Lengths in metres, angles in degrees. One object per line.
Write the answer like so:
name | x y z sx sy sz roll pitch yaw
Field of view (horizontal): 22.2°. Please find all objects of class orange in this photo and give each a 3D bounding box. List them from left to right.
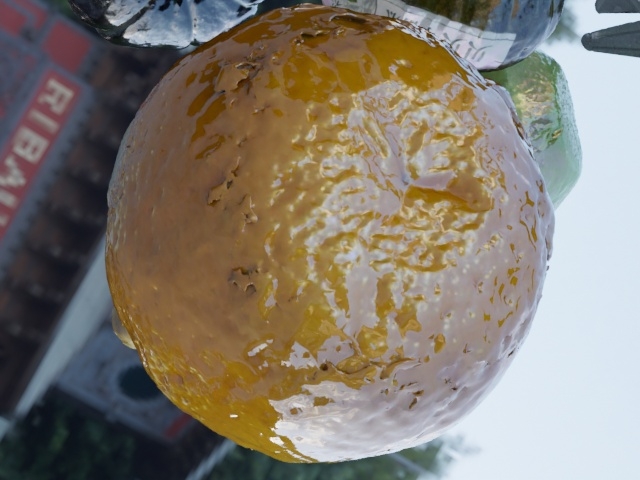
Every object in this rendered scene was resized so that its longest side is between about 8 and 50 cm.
orange | 0.000 0.000 1.220 0.293 0.340 0.341 -29 -145 58

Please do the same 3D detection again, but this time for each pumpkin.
pumpkin | -0.143 -0.278 1.497 0.220 0.220 0.162 -51 -149 15
pumpkin | 0.111 -0.268 1.577 0.189 0.260 0.260 118 -11 -51

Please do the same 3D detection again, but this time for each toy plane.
toy plane | 0.404 -0.212 1.693 0.267 0.088 0.212 50 -55 23

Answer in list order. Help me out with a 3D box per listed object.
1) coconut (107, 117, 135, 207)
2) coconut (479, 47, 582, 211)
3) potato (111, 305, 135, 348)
coconut | -0.084 -0.029 2.207 0.415 0.415 0.344 -49 167 19
coconut | 0.153 -0.100 1.715 0.236 0.236 0.205 -39 -154 37
potato | -0.158 0.058 1.487 0.083 0.062 0.068 -46 -152 7
